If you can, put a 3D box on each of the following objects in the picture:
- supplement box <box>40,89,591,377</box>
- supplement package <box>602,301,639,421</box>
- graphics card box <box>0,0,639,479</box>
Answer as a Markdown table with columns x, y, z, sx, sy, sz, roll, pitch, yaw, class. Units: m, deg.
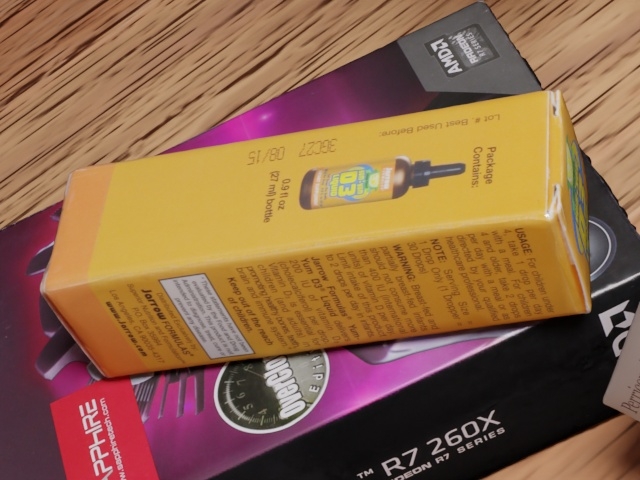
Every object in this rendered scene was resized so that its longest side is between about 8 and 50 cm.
| x | y | z | sx | sy | sz | roll | pitch | yaw | class |
| --- | --- | --- | --- | --- | --- | --- | --- | --- | --- |
| 0.000 | 0.000 | 0.727 | 0.233 | 0.080 | 0.078 | -9 | 47 | 20 | supplement box |
| 0.219 | 0.043 | 0.640 | 0.179 | 0.105 | 0.105 | 27 | 61 | 15 | supplement package |
| -0.033 | 0.046 | 0.822 | 0.370 | 0.094 | 0.233 | -24 | 43 | 2 | graphics card box |
